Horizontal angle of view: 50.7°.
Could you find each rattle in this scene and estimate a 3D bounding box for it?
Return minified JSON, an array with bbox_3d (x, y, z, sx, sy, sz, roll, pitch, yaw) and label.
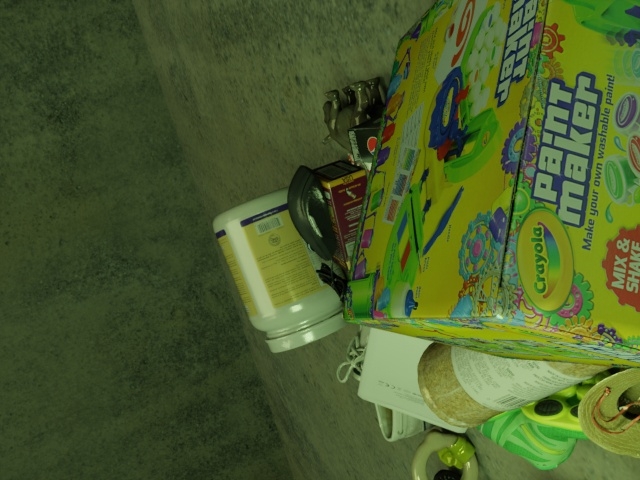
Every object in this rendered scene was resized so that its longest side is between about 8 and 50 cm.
[{"bbox_3d":[0.203,0.453,1.248,0.143,0.130,0.199,-11,64,62],"label":"rattle"}]

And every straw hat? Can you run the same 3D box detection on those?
[{"bbox_3d":[0.332,0.153,0.677,0.061,0.145,0.144,-68,-28,-54],"label":"straw hat"}]

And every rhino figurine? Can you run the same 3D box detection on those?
[{"bbox_3d":[0.047,-0.200,1.118,0.243,0.073,0.106,-164,57,-71],"label":"rhino figurine"}]

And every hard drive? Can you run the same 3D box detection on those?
[{"bbox_3d":[0.171,0.212,1.097,0.203,0.040,0.307,17,145,10],"label":"hard drive"}]

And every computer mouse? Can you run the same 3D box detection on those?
[{"bbox_3d":[0.000,0.000,1.242,0.184,0.060,0.261,39,147,58],"label":"computer mouse"}]

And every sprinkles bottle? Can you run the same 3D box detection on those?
[{"bbox_3d":[0.233,0.104,0.720,0.121,0.121,0.355,63,149,16],"label":"sprinkles bottle"}]

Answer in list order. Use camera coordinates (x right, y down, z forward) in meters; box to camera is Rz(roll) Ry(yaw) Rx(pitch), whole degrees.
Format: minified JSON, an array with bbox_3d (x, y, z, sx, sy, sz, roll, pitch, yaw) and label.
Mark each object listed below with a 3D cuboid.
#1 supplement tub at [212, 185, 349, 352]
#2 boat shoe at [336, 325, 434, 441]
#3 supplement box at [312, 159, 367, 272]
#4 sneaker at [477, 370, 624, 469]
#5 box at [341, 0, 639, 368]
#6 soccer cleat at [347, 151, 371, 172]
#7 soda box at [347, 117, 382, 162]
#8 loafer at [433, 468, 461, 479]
[{"bbox_3d":[-0.079,0.061,1.529,0.331,0.241,0.241,69,163,-2],"label":"supplement tub"},{"bbox_3d":[0.108,0.235,1.317,0.136,0.157,0.366,31,140,63],"label":"boat shoe"},{"bbox_3d":[0.046,-0.046,1.288,0.104,0.081,0.188,34,142,60],"label":"supplement box"},{"bbox_3d":[0.298,0.224,0.869,0.123,0.109,0.295,44,160,0],"label":"sneaker"},{"bbox_3d":[0.164,-0.059,0.536,0.279,0.177,0.289,157,127,-73],"label":"box"},{"bbox_3d":[0.076,-0.144,1.176,0.083,0.029,0.035,44,142,46],"label":"soccer cleat"},{"bbox_3d":[0.116,-0.140,0.936,0.169,0.060,0.053,10,121,51],"label":"soda box"},{"bbox_3d":[0.279,0.561,1.364,0.078,0.080,0.219,-38,-63,-84],"label":"loafer"}]
